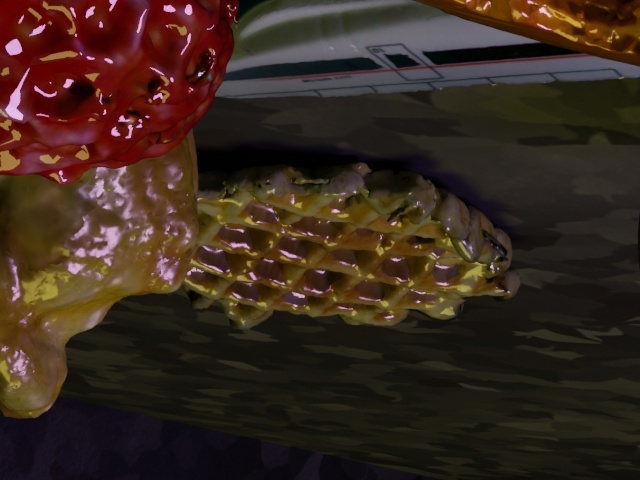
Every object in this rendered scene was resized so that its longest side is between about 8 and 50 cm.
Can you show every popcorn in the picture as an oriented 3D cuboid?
[{"bbox_3d":[-0.197,-0.026,1.182,0.276,0.276,0.225,2,161,17],"label":"popcorn"}]

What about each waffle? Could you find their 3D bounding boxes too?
[{"bbox_3d":[0.000,0.000,1.593,0.297,0.073,0.317,-4,157,20],"label":"waffle"}]

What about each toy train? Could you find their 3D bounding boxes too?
[{"bbox_3d":[0.061,-0.126,0.988,0.407,0.086,0.088,-2,165,32],"label":"toy train"}]

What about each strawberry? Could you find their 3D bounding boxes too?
[{"bbox_3d":[-0.106,-0.119,0.773,0.178,0.234,0.234,28,158,-31],"label":"strawberry"}]

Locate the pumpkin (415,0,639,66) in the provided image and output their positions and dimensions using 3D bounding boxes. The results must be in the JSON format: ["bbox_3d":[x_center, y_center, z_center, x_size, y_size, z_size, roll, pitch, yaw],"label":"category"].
[{"bbox_3d":[0.107,-0.138,0.804,0.248,0.131,0.126,24,-163,15],"label":"pumpkin"}]

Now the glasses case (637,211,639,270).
[{"bbox_3d":[0.287,-0.033,1.081,0.141,0.173,0.371,9,164,-15],"label":"glasses case"}]
